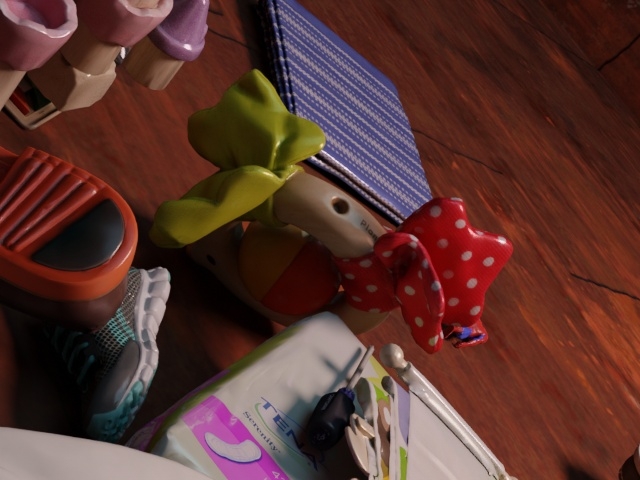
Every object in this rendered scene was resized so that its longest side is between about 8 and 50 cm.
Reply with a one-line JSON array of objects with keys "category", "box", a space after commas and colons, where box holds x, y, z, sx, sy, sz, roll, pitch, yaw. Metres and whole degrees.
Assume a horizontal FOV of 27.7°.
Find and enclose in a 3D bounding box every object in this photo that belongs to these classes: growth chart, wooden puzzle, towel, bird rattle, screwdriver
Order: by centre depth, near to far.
[{"category": "growth chart", "box": [0.066, 0.157, 0.750, 0.172, 0.021, 0.237, 50, 24, -16]}, {"category": "screwdriver", "box": [0.020, 0.089, 0.800, 0.024, 0.025, 0.170, 47, 22, -1]}, {"category": "bird rattle", "box": [0.000, 0.000, 0.959, 0.253, 0.207, 0.143, 27, 59, -10]}, {"category": "wooden puzzle", "box": [-0.232, -0.119, 0.993, 0.078, 0.014, 0.116, 41, 23, -12]}, {"category": "towel", "box": [0.026, -0.146, 1.492, 0.243, 0.040, 0.336, 35, 26, -30]}]

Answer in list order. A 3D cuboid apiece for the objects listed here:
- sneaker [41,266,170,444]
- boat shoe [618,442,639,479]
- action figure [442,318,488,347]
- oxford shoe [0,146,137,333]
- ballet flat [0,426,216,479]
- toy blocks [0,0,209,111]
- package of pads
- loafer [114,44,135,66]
[{"category": "sneaker", "box": [-0.141, 0.063, 0.800, 0.076, 0.065, 0.166, 22, 25, -14]}, {"category": "boat shoe", "box": [0.395, 0.317, 1.268, 0.305, 0.091, 0.109, 42, 34, -9]}, {"category": "action figure", "box": [0.139, 0.087, 1.288, 0.115, 0.030, 0.038, 16, 41, -59]}, {"category": "oxford shoe", "box": [-0.232, -0.028, 0.747, 0.271, 0.098, 0.097, 32, 56, 9]}, {"category": "ballet flat", "box": [-0.167, 0.132, 0.483, 0.400, 0.139, 0.139, 23, 31, -33]}, {"category": "toy blocks", "box": [-0.183, -0.275, 0.953, 0.288, 0.260, 0.309, 50, 33, 11]}, {"category": "package of pads", "box": [-0.002, 0.176, 0.781, 0.229, 0.101, 0.296, 50, 21, 5]}, {"category": "loafer", "box": [-0.176, -0.202, 1.187, 0.061, 0.062, 0.170, 52, 30, -9]}]
